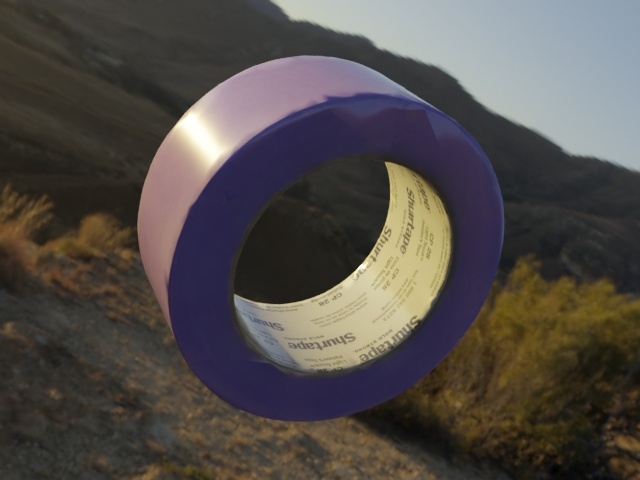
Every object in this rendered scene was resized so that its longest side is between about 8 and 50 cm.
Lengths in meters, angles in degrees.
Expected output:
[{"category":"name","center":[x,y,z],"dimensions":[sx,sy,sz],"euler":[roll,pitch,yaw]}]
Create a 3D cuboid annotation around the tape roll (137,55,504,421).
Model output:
[{"category":"tape roll","center":[0.000,0.000,0.480],"dimensions":[0.189,0.189,0.080],"euler":[27,12,-33]}]
